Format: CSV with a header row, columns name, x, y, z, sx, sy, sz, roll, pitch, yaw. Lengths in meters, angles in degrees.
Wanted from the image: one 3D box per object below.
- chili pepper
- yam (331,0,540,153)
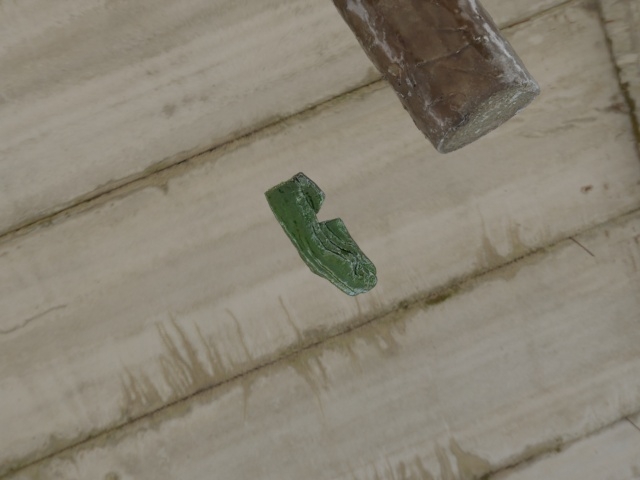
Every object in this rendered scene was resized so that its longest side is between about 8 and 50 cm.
name,x,y,z,sx,sy,sz,roll,pitch,yaw
chili pepper,0.001,-0.001,1.044,0.084,0.099,0.253,-14,-55,38
yam,0.064,-0.129,0.397,0.079,0.079,0.141,-31,-98,2
